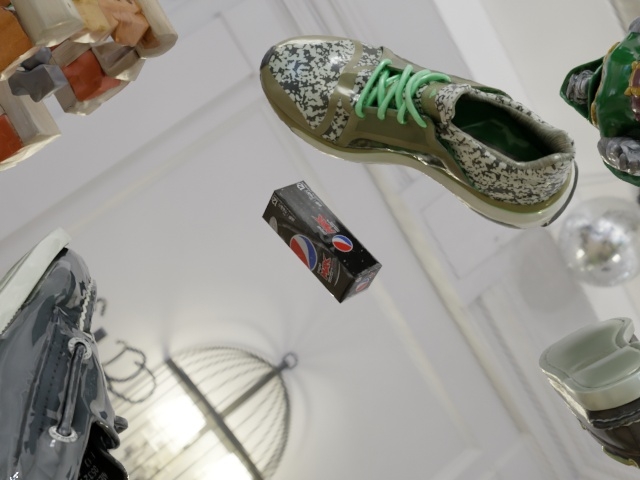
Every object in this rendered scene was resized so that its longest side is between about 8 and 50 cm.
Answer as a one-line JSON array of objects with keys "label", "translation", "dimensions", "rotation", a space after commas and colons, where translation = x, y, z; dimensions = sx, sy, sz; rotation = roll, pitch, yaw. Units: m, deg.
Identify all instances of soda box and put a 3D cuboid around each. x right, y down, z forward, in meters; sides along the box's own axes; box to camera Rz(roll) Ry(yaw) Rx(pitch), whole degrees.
[{"label": "soda box", "translation": [0.000, 0.000, 1.108], "dimensions": [0.169, 0.060, 0.053], "rotation": [47, -46, 21]}]

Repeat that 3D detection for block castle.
[{"label": "block castle", "translation": [-0.421, -0.221, 0.980], "dimensions": [0.213, 0.453, 0.303], "rotation": [60, 20, 1]}]

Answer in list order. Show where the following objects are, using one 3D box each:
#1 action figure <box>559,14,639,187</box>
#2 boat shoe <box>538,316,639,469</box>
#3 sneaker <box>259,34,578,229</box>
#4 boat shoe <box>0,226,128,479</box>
[{"label": "action figure", "translation": [0.153, -0.061, 0.328], "dimensions": [0.063, 0.137, 0.232], "rotation": [15, 5, -8]}, {"label": "boat shoe", "translation": [0.219, 0.110, 0.632], "dimensions": [0.069, 0.081, 0.228], "rotation": [61, 11, 2]}, {"label": "sneaker", "translation": [0.122, -0.159, 0.973], "dimensions": [0.410, 0.158, 0.182], "rotation": [22, -13, 5]}, {"label": "boat shoe", "translation": [-0.143, 0.106, 0.378], "dimensions": [0.113, 0.127, 0.340], "rotation": [40, 12, -17]}]
